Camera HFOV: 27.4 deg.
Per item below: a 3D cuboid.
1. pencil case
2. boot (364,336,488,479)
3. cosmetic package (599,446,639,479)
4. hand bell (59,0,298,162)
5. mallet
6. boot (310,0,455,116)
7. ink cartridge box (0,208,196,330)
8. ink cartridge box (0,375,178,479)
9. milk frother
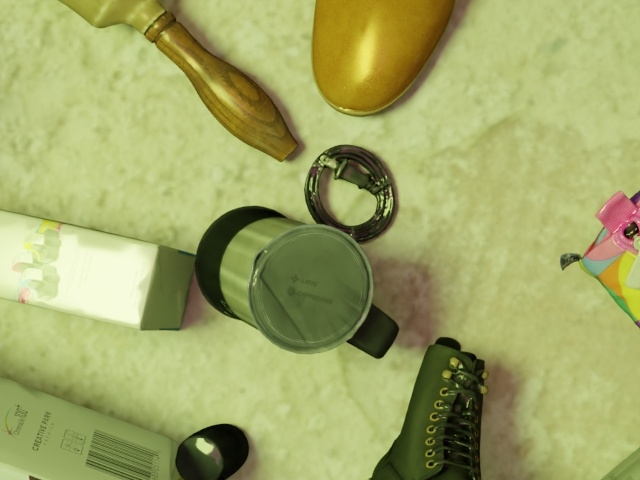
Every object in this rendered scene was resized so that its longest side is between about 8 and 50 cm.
[{"bbox_3d":[0.271,0.060,0.859,0.104,0.104,0.236,-44,82,3],"label":"pencil case"},{"bbox_3d":[0.082,0.131,0.835,0.077,0.198,0.137,23,86,-17],"label":"boot"},{"bbox_3d":[0.136,0.290,0.805,0.385,0.217,0.156,-43,81,5],"label":"cosmetic package"},{"bbox_3d":[-0.108,-0.147,0.945,0.126,0.126,0.242,-45,94,3],"label":"hand bell"},{"bbox_3d":[-0.129,0.201,0.926,0.190,0.062,0.039,-43,80,4],"label":"mallet"},{"bbox_3d":[0.050,-0.236,0.856,0.104,0.211,0.295,20,89,10],"label":"boot"},{"bbox_3d":[-0.191,0.017,0.927,0.181,0.104,0.061,12,87,10],"label":"ink cartridge box"},{"bbox_3d":[-0.275,0.238,0.845,0.272,0.130,0.309,22,102,-9],"label":"ink cartridge box"},{"bbox_3d":[0.000,0.000,0.884,0.129,0.135,0.143,15,91,-21],"label":"milk frother"}]
